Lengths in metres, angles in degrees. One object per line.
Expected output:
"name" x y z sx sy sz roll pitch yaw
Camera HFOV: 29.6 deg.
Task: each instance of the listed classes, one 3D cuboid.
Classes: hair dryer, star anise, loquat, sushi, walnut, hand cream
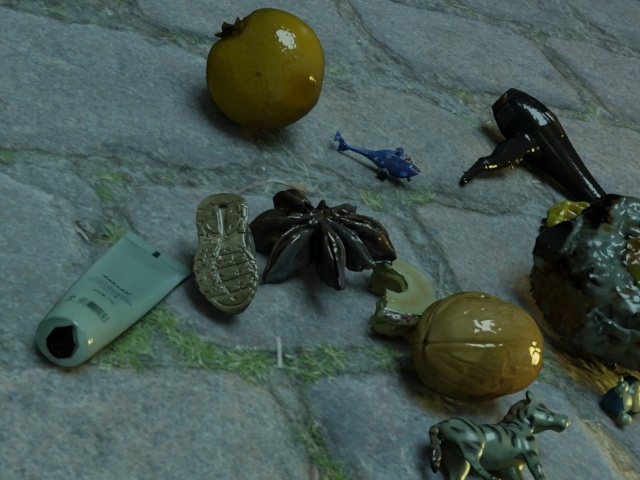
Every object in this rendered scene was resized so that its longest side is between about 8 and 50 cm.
"hair dryer" 0.396 -0.142 2.415 0.359 0.120 0.304 -28 78 -44
"star anise" 0.000 0.000 1.814 0.236 0.093 0.229 0 38 -13
"loquat" -0.093 -0.293 2.066 0.208 0.208 0.208 22 33 -15
"sushi" 0.561 0.088 2.044 0.417 0.176 0.417 9 40 -7
"walnut" 0.224 0.153 1.754 0.197 0.165 0.165 14 36 -30
"hand cream" -0.266 0.067 1.567 0.109 0.067 0.321 31 27 3

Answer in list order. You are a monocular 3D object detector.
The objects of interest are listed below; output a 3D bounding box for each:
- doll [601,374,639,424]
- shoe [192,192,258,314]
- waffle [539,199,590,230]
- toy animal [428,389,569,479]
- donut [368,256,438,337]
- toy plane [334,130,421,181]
"doll" 0.488 0.248 1.942 0.083 0.076 0.050 -13 10 -43
"shoe" -0.133 0.028 1.701 0.089 0.092 0.180 -7 65 -2
"waffle" 0.559 0.035 2.302 0.329 0.062 0.329 22 32 -15
"toy animal" 0.259 0.301 1.658 0.255 0.090 0.170 -2 40 -45
"donut" 0.122 0.090 1.847 0.108 0.065 0.166 18 31 -15
"toy plane" 0.102 -0.152 2.179 0.167 0.062 0.054 19 32 -1
